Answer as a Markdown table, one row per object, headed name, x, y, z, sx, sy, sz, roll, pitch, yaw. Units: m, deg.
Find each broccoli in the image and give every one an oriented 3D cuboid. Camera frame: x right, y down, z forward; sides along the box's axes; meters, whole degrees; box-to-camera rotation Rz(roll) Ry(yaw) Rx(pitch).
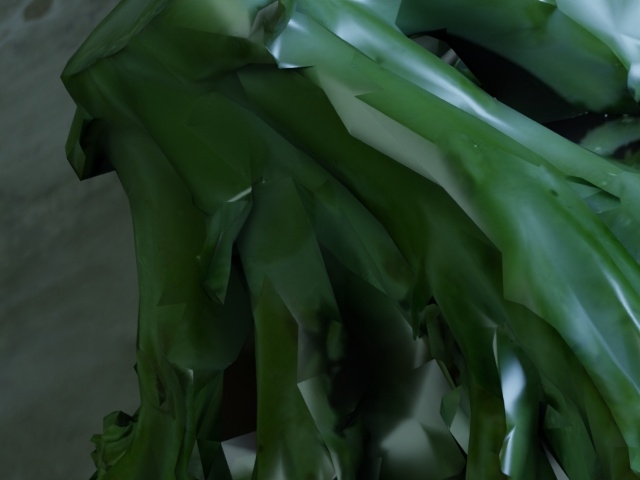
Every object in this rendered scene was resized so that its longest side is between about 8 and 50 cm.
| name | x | y | z | sx | sy | sz | roll | pitch | yaw |
| --- | --- | --- | --- | --- | --- | --- | --- | --- | --- |
| broccoli | 0.038 | 0.031 | 0.520 | 0.308 | 0.275 | 0.308 | -42 | 16 | 15 |
